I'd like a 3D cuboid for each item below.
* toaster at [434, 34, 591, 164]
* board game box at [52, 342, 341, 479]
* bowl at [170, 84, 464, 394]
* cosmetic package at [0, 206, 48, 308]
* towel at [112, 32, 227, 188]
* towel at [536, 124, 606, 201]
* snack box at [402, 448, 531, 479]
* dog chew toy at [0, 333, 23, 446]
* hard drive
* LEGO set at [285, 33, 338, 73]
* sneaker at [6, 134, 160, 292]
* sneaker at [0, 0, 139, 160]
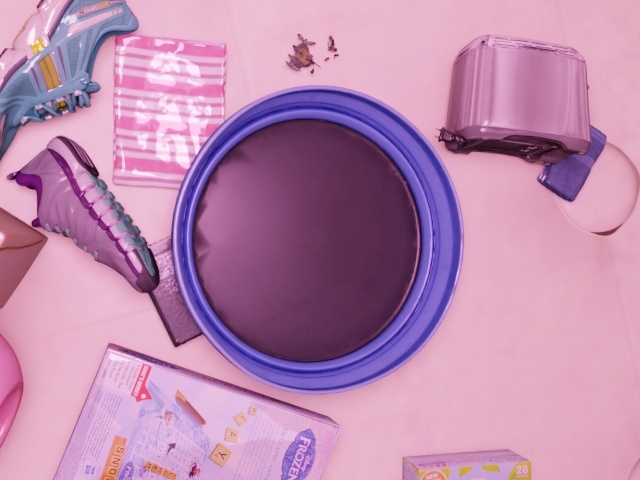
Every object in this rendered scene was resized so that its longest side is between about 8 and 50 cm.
[{"bbox_3d":[0.266,-0.194,0.963,0.227,0.129,0.146,5,85,-10],"label":"toaster"},{"bbox_3d":[-0.176,0.332,0.874,0.318,0.066,0.318,23,84,-14],"label":"board game box"},{"bbox_3d":[0.000,0.000,0.902,0.391,0.077,0.390,0,89,-20],"label":"bowl"},{"bbox_3d":[-0.389,0.001,0.692,0.160,0.309,0.113,34,82,-14],"label":"cosmetic package"},{"bbox_3d":[-0.193,-0.165,0.888,0.144,0.029,0.196,1,90,-14],"label":"towel"},{"bbox_3d":[0.382,-0.122,1.042,0.067,0.029,0.119,32,81,-13],"label":"towel"},{"bbox_3d":[0.205,0.410,0.975,0.175,0.070,0.207,0,88,-14],"label":"snack box"},{"bbox_3d":[-0.499,0.144,0.726,0.332,0.206,0.206,21,85,-7],"label":"dog chew toy"},{"bbox_3d":[-0.175,0.058,0.897,0.094,0.022,0.135,-26,96,-14],"label":"hard drive"},{"bbox_3d":[-0.015,-0.253,0.943,0.083,0.023,0.054,-5,94,-28],"label":"LEGO set"},{"bbox_3d":[-0.285,-0.014,0.837,0.098,0.083,0.223,-35,81,-1],"label":"sneaker"},{"bbox_3d":[-0.322,-0.189,0.814,0.110,0.107,0.275,36,86,-20],"label":"sneaker"}]
